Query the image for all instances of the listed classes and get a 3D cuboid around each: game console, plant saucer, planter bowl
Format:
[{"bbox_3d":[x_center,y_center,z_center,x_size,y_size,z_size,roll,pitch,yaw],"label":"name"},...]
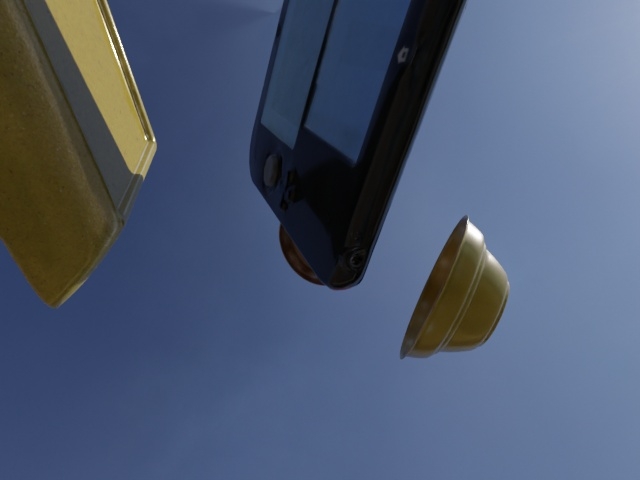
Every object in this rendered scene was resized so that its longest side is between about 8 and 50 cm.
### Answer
[{"bbox_3d":[0.016,-0.195,0.432,0.060,0.342,0.387,8,-67,-22],"label":"game console"},{"bbox_3d":[-0.261,-0.160,0.451,0.081,0.333,0.333,-12,-56,-5],"label":"plant saucer"},{"bbox_3d":[0.193,0.082,0.594,0.090,0.217,0.217,25,-65,10],"label":"planter bowl"},{"bbox_3d":[0.000,0.000,0.797,0.168,0.029,0.168,11,-67,28],"label":"plant saucer"}]
